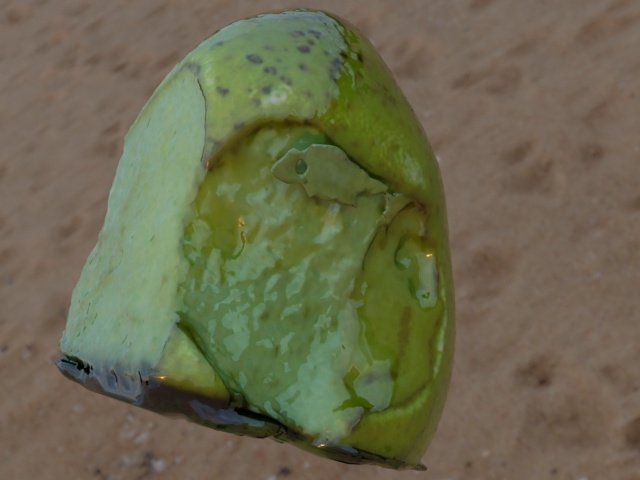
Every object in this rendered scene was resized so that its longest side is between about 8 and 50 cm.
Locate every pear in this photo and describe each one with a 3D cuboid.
[{"bbox_3d":[0.000,0.000,0.867,0.164,0.238,0.255,4,75,58],"label":"pear"}]
